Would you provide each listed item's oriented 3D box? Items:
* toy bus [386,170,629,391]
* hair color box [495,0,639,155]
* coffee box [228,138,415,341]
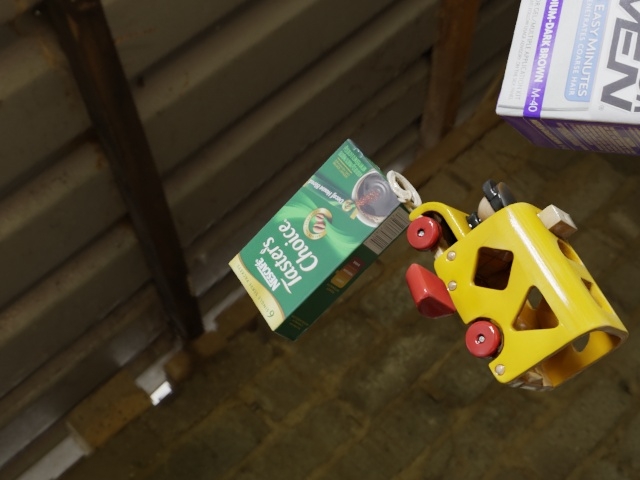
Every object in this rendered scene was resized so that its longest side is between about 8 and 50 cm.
[{"bbox_3d":[0.151,0.017,0.696,0.104,0.202,0.191,-39,15,23],"label":"toy bus"},{"bbox_3d":[0.319,-0.155,0.661,0.110,0.338,0.185,20,-98,-57],"label":"hair color box"},{"bbox_3d":[0.000,0.000,0.896,0.184,0.113,0.040,-45,-40,10],"label":"coffee box"}]
